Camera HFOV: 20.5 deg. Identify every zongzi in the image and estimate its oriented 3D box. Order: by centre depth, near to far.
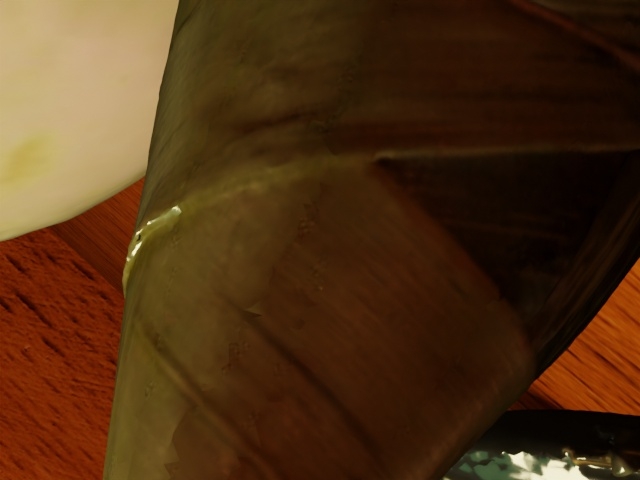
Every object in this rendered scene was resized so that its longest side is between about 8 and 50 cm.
[{"bbox_3d":[0.008,-0.006,0.508,0.154,0.317,0.289,27,167,5],"label":"zongzi"}]

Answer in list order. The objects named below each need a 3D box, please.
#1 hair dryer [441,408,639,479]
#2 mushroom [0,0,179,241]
[{"bbox_3d":[0.105,0.069,0.516,0.359,0.120,0.304,1,167,29],"label":"hair dryer"},{"bbox_3d":[-0.193,-0.147,0.689,0.353,0.325,0.353,42,176,3],"label":"mushroom"}]
